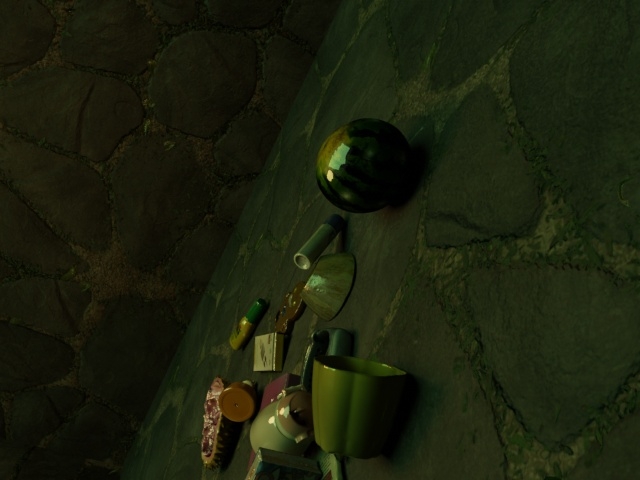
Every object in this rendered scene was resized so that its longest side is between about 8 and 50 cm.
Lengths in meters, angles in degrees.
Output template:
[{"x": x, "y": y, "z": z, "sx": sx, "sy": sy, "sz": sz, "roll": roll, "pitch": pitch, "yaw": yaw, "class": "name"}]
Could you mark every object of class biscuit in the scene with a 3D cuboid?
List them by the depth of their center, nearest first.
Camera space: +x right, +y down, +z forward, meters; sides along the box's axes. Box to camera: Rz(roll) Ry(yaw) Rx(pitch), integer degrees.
[{"x": -0.103, "y": 0.235, "z": 2.014, "sx": 0.236, "sy": 0.039, "sz": 0.180, "roll": -53, "pitch": 23, "yaw": 33, "class": "biscuit"}]

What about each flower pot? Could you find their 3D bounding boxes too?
[{"x": 0.071, "y": 0.342, "z": 1.213, "sx": 0.195, "sy": 0.195, "sz": 0.179, "roll": -177, "pitch": 95, "yaw": -70, "class": "flower pot"}]

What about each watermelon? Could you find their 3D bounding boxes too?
[{"x": 0.114, "y": -0.198, "z": 1.571, "sx": 0.269, "sy": 0.269, "sz": 0.269, "roll": -54, "pitch": 23, "yaw": 36, "class": "watermelon"}]

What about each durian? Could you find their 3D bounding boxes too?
[{"x": -0.342, "y": 0.644, "z": 2.109, "sx": 0.191, "sy": 0.112, "sz": 0.341, "roll": -32, "pitch": 47, "yaw": 47, "class": "durian"}]

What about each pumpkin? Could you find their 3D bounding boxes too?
[{"x": 0.007, "y": 0.121, "z": 1.739, "sx": 0.217, "sy": 0.110, "sz": 0.217, "roll": -161, "pitch": 90, "yaw": -78, "class": "pumpkin"}]

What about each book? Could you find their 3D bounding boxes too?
[{"x": 0.001, "y": 0.525, "z": 1.419, "sx": 0.232, "sy": 0.022, "sz": 0.162, "roll": -100, "pitch": 33, "yaw": -56, "class": "book"}]

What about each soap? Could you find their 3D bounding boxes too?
[{"x": -0.119, "y": 0.520, "z": 1.662, "sx": 0.181, "sy": 0.081, "sz": 0.259, "roll": -43, "pitch": 31, "yaw": 52, "class": "soap"}]

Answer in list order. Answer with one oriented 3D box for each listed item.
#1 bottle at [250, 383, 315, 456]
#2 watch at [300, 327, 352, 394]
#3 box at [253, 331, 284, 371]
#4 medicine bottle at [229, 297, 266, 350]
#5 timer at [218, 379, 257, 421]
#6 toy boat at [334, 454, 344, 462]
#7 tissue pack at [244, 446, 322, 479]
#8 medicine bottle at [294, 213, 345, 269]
[{"x": -0.070, "y": 0.441, "z": 1.420, "sx": 0.236, "sy": 0.148, "sz": 0.147, "roll": 124, "pitch": 159, "yaw": -48, "class": "bottle"}, {"x": 0.011, "y": 0.326, "z": 1.550, "sx": 0.193, "sy": 0.068, "sz": 0.206, "roll": -46, "pitch": 31, "yaw": 47, "class": "watch"}, {"x": -0.185, "y": 0.388, "z": 2.025, "sx": 0.247, "sy": 0.033, "sz": 0.129, "roll": 152, "pitch": 123, "yaw": -62, "class": "box"}, {"x": -0.288, "y": 0.332, "z": 2.363, "sx": 0.260, "sy": 0.064, "sz": 0.095, "roll": -56, "pitch": 22, "yaw": 30, "class": "medicine bottle"}, {"x": -0.267, "y": 0.531, "z": 2.038, "sx": 0.132, "sy": 0.132, "sz": 0.152, "roll": -61, "pitch": -3, "yaw": 19, "class": "timer"}, {"x": 0.045, "y": 0.405, "z": 1.368, "sx": 0.066, "sy": 0.084, "sz": 0.210, "roll": 132, "pitch": 144, "yaw": -55, "class": "toy boat"}, {"x": -0.090, "y": 0.555, "z": 1.366, "sx": 0.115, "sy": 0.155, "sz": 0.065, "roll": -67, "pitch": 19, "yaw": 13, "class": "tissue pack"}, {"x": 0.000, "y": 0.000, "z": 1.806, "sx": 0.231, "sy": 0.059, "sz": 0.059, "roll": -49, "pitch": 1, "yaw": -43, "class": "medicine bottle"}]
